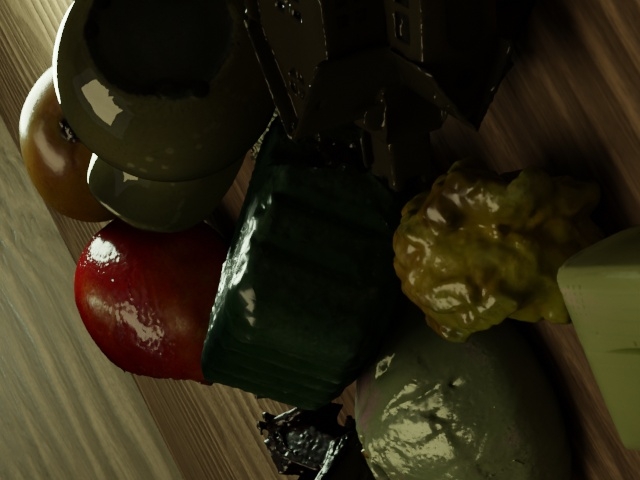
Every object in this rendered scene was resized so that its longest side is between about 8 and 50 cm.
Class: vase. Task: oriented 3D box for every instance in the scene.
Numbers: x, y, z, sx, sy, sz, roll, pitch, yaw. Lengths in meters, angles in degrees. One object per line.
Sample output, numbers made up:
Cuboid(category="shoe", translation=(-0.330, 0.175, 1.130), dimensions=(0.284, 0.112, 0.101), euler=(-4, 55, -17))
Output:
Cuboid(category="vase", translation=(-0.141, -0.197, 1.581), dimensions=(0.241, 0.329, 0.302), euler=(29, 161, 8))

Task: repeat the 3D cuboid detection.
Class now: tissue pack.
Cuboid(category="tissue pack", translation=(0.289, 0.067, 1.010), dimensions=(0.159, 0.125, 0.234), euler=(67, 160, -6))

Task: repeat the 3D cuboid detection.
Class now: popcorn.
Cuboid(category="popcorn", translation=(0.153, 0.002, 1.226), dimensions=(0.197, 0.198, 0.155), euler=(174, 88, -70))

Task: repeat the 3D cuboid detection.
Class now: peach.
Cuboid(category="peach", translation=(-0.222, 0.104, 2.232), dimensions=(0.338, 0.281, 0.281), euler=(46, 156, 19))

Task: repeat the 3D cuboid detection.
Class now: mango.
Cuboid(category="mango", translation=(-0.337, -0.154, 2.228), dimensions=(0.221, 0.264, 0.378), euler=(33, 170, 11))

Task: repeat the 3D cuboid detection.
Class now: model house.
Cuboid(category="model house", translation=(0.026, 0.287, 1.885), dimensions=(0.164, 0.203, 0.141), euler=(3, 79, 48))
Cuboid(category="model house", translation=(0.072, -0.148, 1.181), dimensions=(0.204, 0.211, 0.243), euler=(43, 146, 52))

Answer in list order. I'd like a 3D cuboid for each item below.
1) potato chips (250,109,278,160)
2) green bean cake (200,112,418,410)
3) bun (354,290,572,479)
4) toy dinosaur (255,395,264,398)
Cuboid(category="potato chips", translation=(-0.067, -0.183, 1.758), dimensions=(0.228, 0.059, 0.167), euler=(59, 151, 16))
Cuboid(category="green bean cake", translation=(0.000, 0.000, 1.445), dimensions=(0.308, 0.169, 0.300), euler=(121, 166, -70))
Cuboid(category="bun", translation=(0.123, 0.186, 1.514), dimensions=(0.293, 0.187, 0.293), euler=(55, 158, 35))
Cuboid(category="toy dinosaur", translation=(-0.040, 0.143, 1.901), dimensions=(0.187, 0.179, 0.087), euler=(52, 157, 39))
